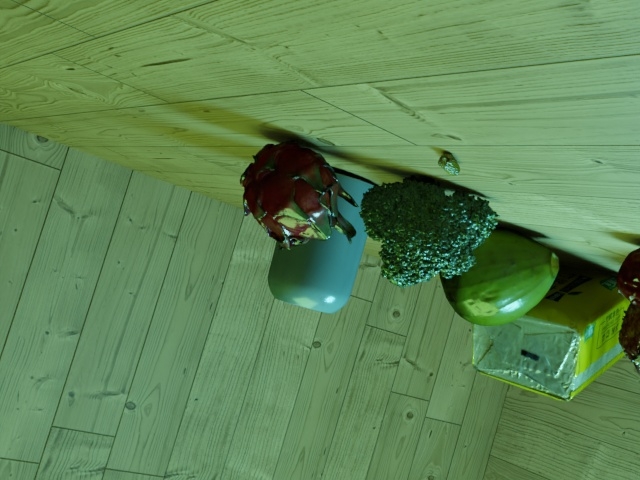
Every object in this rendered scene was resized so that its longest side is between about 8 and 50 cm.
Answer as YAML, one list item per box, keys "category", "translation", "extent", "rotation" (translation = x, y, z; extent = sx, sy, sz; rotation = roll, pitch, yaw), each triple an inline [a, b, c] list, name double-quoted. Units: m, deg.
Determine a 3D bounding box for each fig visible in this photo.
- category: "fig"
  translation: [0.418, 0.072, 1.994]
  extent: [0.271, 0.239, 0.239]
  rotation: [-18, 161, 21]

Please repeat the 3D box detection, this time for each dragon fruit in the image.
- category: "dragon fruit"
  translation: [-0.046, -0.084, 1.701]
  extent: [0.274, 0.192, 0.193]
  rotation: [44, 172, 15]

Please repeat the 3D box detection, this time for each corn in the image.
- category: "corn"
  translation: [0.218, -0.127, 1.449]
  extent: [0.027, 0.028, 0.083]
  rotation: [37, -176, 24]

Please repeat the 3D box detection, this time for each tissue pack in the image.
- category: "tissue pack"
  translation: [0.609, 0.219, 2.191]
  extent: [0.293, 0.228, 0.382]
  rotation: [13, -158, 40]

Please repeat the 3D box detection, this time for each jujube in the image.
- category: "jujube"
  translation: [0.692, 0.088, 1.650]
  extent: [0.230, 0.155, 0.155]
  rotation: [25, -179, 33]

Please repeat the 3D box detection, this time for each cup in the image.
- category: "cup"
  translation: [0.000, 0.000, 1.964]
  extent: [0.206, 0.312, 0.205]
  rotation: [16, 177, 1]

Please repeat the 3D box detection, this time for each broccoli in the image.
- category: "broccoli"
  translation: [0.192, -0.033, 1.814]
  extent: [0.252, 0.221, 0.361]
  rotation: [-19, -175, -15]

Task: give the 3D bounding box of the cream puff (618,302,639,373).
- category: "cream puff"
  translation: [0.836, 0.199, 1.891]
  extent: [0.351, 0.228, 0.350]
  rotation: [13, 151, 7]
